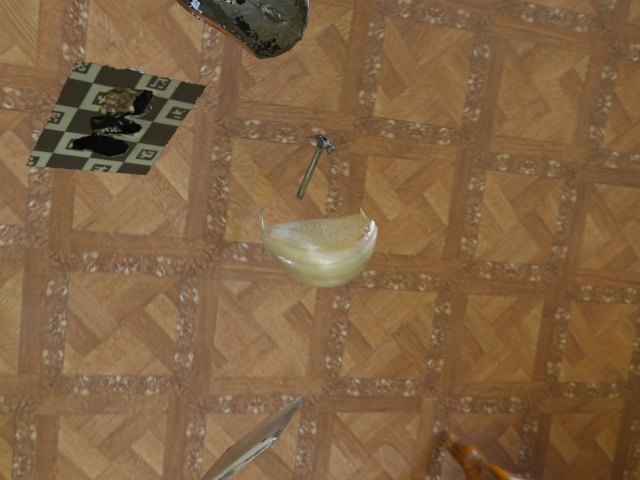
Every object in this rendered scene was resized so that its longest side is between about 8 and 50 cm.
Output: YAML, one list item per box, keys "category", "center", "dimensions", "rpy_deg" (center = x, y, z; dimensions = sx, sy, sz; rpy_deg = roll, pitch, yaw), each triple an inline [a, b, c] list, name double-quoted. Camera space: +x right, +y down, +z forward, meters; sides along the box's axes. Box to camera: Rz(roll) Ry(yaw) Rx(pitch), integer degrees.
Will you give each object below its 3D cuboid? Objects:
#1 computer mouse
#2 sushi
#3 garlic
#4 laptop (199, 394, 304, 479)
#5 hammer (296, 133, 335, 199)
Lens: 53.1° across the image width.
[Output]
- category: "computer mouse"
  center: [-0.168, -0.503, 1.289]
  dimensions: [0.323, 0.116, 0.183]
  rpy_deg: [31, 106, -15]
- category: "sushi"
  center: [-0.480, -0.301, 1.470]
  dimensions: [0.296, 0.373, 0.100]
  rpy_deg: [2, 60, -39]
- category: "garlic"
  center: [-0.005, 0.014, 1.313]
  dimensions: [0.244, 0.145, 0.164]
  rpy_deg: [0, 76, -2]
- category: "laptop"
  center: [-0.117, 0.326, 1.005]
  dimensions: [0.187, 0.269, 0.015]
  rpy_deg: [-38, 85, 6]
- category: "hammer"
  center: [-0.021, -0.148, 1.319]
  dimensions: [0.017, 0.182, 0.062]
  rpy_deg: [-25, 67, -35]
